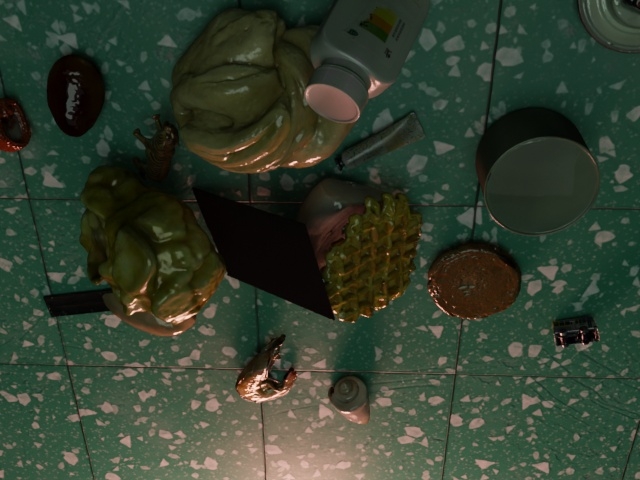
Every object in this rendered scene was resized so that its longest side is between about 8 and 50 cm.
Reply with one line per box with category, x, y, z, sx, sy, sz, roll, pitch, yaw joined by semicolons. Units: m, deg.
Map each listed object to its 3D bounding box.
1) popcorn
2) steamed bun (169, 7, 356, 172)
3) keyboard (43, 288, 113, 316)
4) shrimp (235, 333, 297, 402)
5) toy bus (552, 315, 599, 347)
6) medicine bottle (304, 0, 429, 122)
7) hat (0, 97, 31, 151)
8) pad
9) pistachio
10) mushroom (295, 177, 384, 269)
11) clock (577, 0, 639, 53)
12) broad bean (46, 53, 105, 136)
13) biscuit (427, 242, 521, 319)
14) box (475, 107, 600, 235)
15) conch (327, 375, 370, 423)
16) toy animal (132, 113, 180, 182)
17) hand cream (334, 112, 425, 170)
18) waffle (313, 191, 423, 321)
popcorn;-0.347;0.010;1.669;0.334;0.294;0.292;23;116;28
steamed bun;-0.109;-0.271;1.521;0.372;0.230;0.324;19;119;-7
keyboard;-0.572;0.153;1.941;0.202;0.011;0.067;-6;121;6
shrimp;-0.123;0.330;2.021;0.144;0.052;0.251;16;131;-20
toy bus;0.612;0.218;1.906;0.102;0.058;0.052;-10;123;15
medicine bottle;0.077;-0.355;1.414;0.161;0.296;0.111;33;158;-13
hat;-0.699;-0.231;1.664;0.162;0.093;0.112;-5;115;27
pad;-0.126;0.023;1.697;0.368;0.007;0.247;18;135;43
pistachio;-0.396;0.150;1.862;0.223;0.126;0.152;17;151;5
mushroom;0.000;0.000;1.753;0.159;0.122;0.328;27;121;-10
clock;0.597;-0.463;1.464;0.244;0.056;0.244;1;123;1
broad bean;-0.496;-0.294;1.606;0.114;0.084;0.165;9;118;-23
biscuit;0.356;0.094;1.845;0.226;0.042;0.226;1;125;1
box;0.438;-0.143;1.623;0.226;0.149;0.226;1;123;2
conch;0.081;0.415;2.059;0.104;0.094;0.176;-26;146;3
toy animal;-0.344;-0.180;1.641;0.057;0.099;0.241;-22;160;-31
hand cream;0.121;-0.200;1.665;0.195;0.042;0.067;-25;118;13
waffle;0.119;0.040;1.730;0.307;0.060;0.311;12;111;-49
